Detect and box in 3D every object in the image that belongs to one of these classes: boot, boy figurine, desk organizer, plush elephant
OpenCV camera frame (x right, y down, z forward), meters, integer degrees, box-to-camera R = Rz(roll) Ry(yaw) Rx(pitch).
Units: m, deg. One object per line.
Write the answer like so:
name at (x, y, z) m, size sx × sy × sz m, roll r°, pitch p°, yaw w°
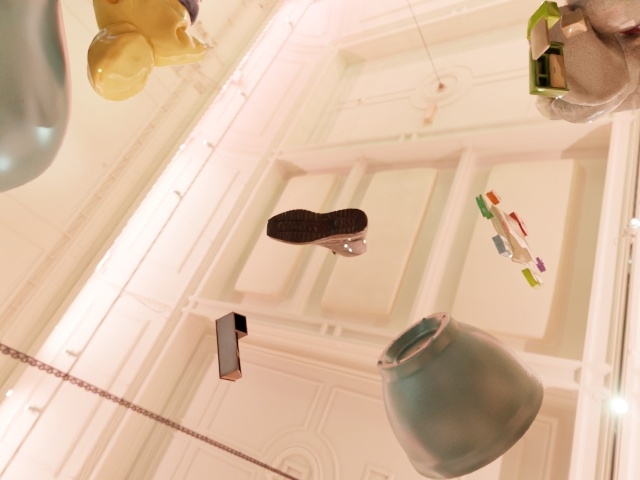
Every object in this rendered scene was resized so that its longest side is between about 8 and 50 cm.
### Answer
boot at (0.000, 0.000, 0.920) m, size 0.198 × 0.137 × 0.077 m, roll 1°, pitch -115°, yaw 10°
boy figurine at (-0.242, -0.309, 0.656) m, size 0.092 × 0.177 × 0.285 m, roll -34°, pitch -142°, yaw 48°
desk organizer at (-0.179, 0.217, 0.937) m, size 0.050 × 0.047 × 0.130 m, roll -28°, pitch -126°, yaw 22°
plush elephant at (0.368, -0.287, 0.550) m, size 0.272 × 0.255 × 0.330 m, roll -54°, pitch -157°, yaw 20°

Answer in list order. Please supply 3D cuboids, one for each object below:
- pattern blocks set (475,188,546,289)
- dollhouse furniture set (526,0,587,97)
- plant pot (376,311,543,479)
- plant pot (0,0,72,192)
pattern blocks set at (0.488, -0.006, 1.157) m, size 0.026 × 0.325 × 0.285 m, roll -33°, pitch -132°, yaw 31°
dollhouse furniture set at (0.249, -0.200, 0.425) m, size 0.076 × 0.152 × 0.058 m, roll 4°, pitch -103°, yaw -7°
plant pot at (0.231, 0.264, 0.870) m, size 0.293 × 0.196 × 0.293 m, roll -38°, pitch 180°, yaw 0°
plant pot at (-0.447, -0.193, 0.543) m, size 0.293 × 0.235 × 0.293 m, roll 4°, pitch -139°, yaw -4°
